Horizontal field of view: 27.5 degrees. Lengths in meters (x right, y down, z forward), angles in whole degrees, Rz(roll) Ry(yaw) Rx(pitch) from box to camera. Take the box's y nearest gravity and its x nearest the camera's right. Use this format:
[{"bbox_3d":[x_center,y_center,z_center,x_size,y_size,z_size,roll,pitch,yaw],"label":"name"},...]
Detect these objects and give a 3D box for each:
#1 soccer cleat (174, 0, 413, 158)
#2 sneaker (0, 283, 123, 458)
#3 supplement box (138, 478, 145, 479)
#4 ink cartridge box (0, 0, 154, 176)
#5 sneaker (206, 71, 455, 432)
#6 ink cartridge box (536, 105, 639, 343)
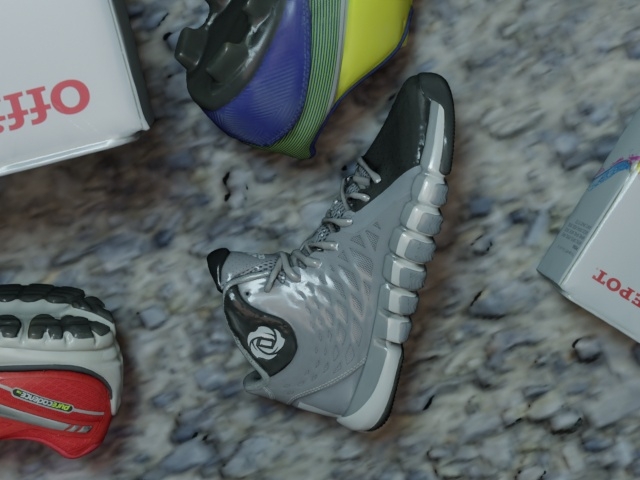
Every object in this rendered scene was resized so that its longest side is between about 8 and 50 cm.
[{"bbox_3d":[0.028,-0.181,0.790,0.121,0.093,0.289,34,90,-38],"label":"soccer cleat"},{"bbox_3d":[-0.260,0.095,0.790,0.279,0.107,0.118,1,107,-2],"label":"sneaker"},{"bbox_3d":[-0.181,0.262,0.811,0.220,0.114,0.111,-30,99,2],"label":"supplement box"},{"bbox_3d":[-0.239,-0.182,0.736,0.223,0.129,0.307,-14,98,-2],"label":"ink cartridge box"},{"bbox_3d":[0.000,0.000,0.802,0.132,0.086,0.229,12,98,-3],"label":"sneaker"},{"bbox_3d":[0.237,-0.016,0.819,0.127,0.072,0.175,32,95,-8],"label":"ink cartridge box"}]
